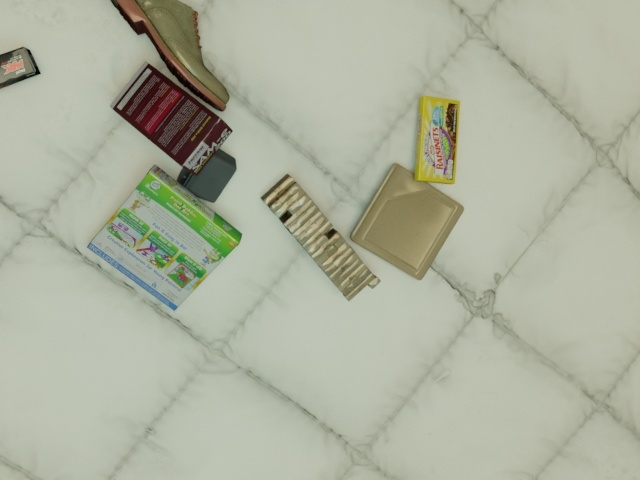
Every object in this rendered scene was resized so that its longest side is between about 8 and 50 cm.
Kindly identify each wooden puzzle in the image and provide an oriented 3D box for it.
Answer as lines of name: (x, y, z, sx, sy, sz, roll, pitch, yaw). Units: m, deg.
wooden puzzle: (0.217, -0.045, 1.575, 0.239, 0.044, 0.221, 30, 92, -20)

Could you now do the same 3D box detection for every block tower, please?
block tower: (0.000, 0.000, 1.508, 0.097, 0.091, 0.335, -42, 105, -1)

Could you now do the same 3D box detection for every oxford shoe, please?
oxford shoe: (-0.299, -0.437, 1.352, 0.130, 0.123, 0.348, -43, 107, -8)

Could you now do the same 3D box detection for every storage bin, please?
storage bin: (-0.256, -0.156, 1.425, 0.091, 0.098, 0.135, 26, 117, -27)

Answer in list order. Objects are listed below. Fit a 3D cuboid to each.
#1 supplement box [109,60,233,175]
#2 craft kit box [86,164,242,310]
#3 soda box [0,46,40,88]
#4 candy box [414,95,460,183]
supplement box: (-0.319, -0.261, 1.341, 0.239, 0.073, 0.130, 39, 91, 20)
craft kit box: (-0.349, -0.001, 1.411, 0.250, 0.061, 0.246, 40, 113, -16)
soda box: (-0.685, -0.349, 1.318, 0.169, 0.053, 0.060, -23, 104, -8)
candy box: (0.286, -0.244, 1.539, 0.105, 0.027, 0.206, 3, 91, -18)
